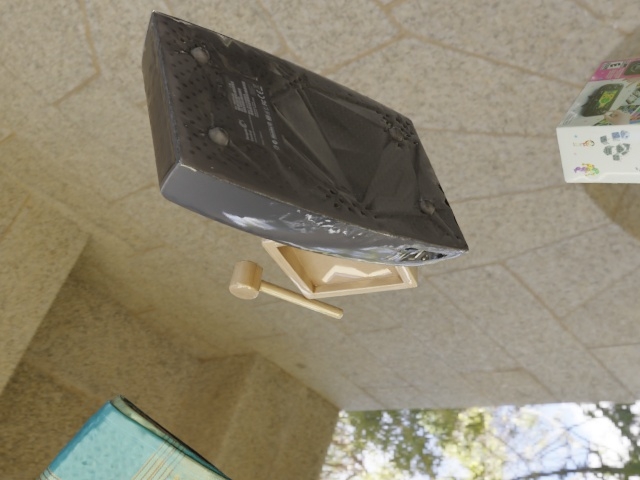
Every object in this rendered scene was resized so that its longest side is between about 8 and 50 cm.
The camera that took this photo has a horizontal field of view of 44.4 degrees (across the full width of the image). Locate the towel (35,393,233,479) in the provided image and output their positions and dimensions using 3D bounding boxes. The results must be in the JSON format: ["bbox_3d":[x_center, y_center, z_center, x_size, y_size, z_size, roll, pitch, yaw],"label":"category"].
[{"bbox_3d":[-0.303,0.423,1.089,0.271,0.040,0.370,42,-91,-19],"label":"towel"}]

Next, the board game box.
[{"bbox_3d":[0.502,-0.168,1.043,0.224,0.303,0.098,-48,-51,-40],"label":"board game box"}]

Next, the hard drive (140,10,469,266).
[{"bbox_3d":[-0.013,-0.064,0.588,0.254,0.054,0.172,15,-137,-36],"label":"hard drive"}]

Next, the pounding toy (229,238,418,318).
[{"bbox_3d":[-0.002,0.005,0.848,0.181,0.205,0.094,54,-146,-52],"label":"pounding toy"}]
